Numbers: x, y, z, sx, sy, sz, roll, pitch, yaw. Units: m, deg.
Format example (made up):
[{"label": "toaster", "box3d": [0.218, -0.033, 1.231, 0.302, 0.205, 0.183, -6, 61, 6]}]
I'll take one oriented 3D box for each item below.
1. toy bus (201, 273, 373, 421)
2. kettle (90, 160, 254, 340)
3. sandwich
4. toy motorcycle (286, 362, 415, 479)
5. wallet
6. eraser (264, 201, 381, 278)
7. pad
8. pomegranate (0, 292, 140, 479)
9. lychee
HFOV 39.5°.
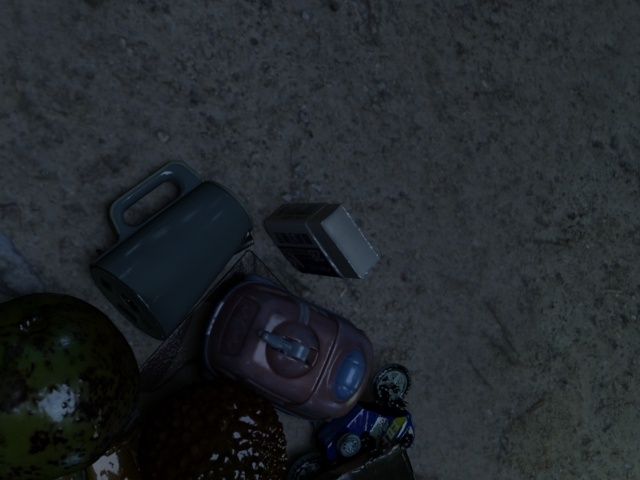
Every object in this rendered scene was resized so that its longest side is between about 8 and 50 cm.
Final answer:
[{"label": "toy bus", "box3d": [-0.040, 0.188, 1.470, 0.294, 0.232, 0.197, 30, 78, -25]}, {"label": "kettle", "box3d": [-0.246, 0.003, 1.429, 0.211, 0.160, 0.243, 39, 65, 6]}, {"label": "sandwich", "box3d": [-0.261, 0.383, 1.462, 0.245, 0.063, 0.212, -9, 97, -27]}, {"label": "toy motorcycle", "box3d": [0.072, 0.371, 1.614, 0.315, 0.113, 0.169, -46, 121, -9]}, {"label": "wallet", "box3d": [0.019, 0.469, 1.551, 0.317, 0.044, 0.169, -25, 120, -9]}, {"label": "eraser", "box3d": [0.000, 0.000, 1.501, 0.068, 0.210, 0.124, -42, 109, -21]}, {"label": "pad", "box3d": [-0.159, 0.205, 1.542, 0.220, 0.004, 0.330, 48, 72, -21]}, {"label": "pomegranate", "box3d": [-0.397, 0.253, 1.294, 0.285, 0.285, 0.340, -13, 122, -26]}, {"label": "lychee", "box3d": [-0.156, 0.318, 1.349, 0.236, 0.271, 0.235, 12, 59, -20]}]
